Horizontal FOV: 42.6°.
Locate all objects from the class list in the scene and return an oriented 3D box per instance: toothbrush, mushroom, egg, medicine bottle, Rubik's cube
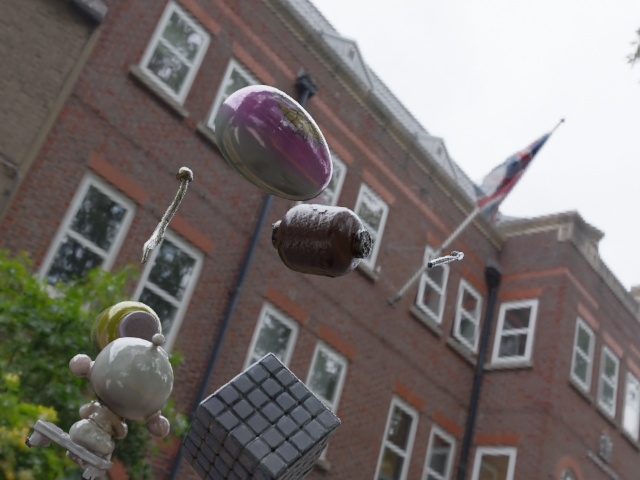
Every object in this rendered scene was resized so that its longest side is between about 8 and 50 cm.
[{"bbox_3d":[0.180,0.027,1.189,0.014,0.011,0.167,25,13,21],"label":"toothbrush"},{"bbox_3d":[-0.339,-0.045,1.780,0.043,0.306,0.068,5,-43,12],"label":"mushroom"},{"bbox_3d":[-0.095,-0.196,1.699,0.271,0.196,0.196,48,-38,-16],"label":"egg"},{"bbox_3d":[-0.354,0.171,1.523,0.121,0.122,0.212,26,-18,-16],"label":"medicine bottle"},{"bbox_3d":[-0.137,0.438,1.819,0.237,0.238,0.237,44,-43,17],"label":"Rubik's cube"}]

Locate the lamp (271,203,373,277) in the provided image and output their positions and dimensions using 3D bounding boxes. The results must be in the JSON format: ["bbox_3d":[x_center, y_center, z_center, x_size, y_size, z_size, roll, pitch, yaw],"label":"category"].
[{"bbox_3d":[0.000,0.000,1.998,0.258,0.180,0.180,7,-30,27],"label":"lamp"}]

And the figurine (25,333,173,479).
[{"bbox_3d":[-0.339,0.255,1.334,0.182,0.257,0.144,27,-10,29],"label":"figurine"}]
